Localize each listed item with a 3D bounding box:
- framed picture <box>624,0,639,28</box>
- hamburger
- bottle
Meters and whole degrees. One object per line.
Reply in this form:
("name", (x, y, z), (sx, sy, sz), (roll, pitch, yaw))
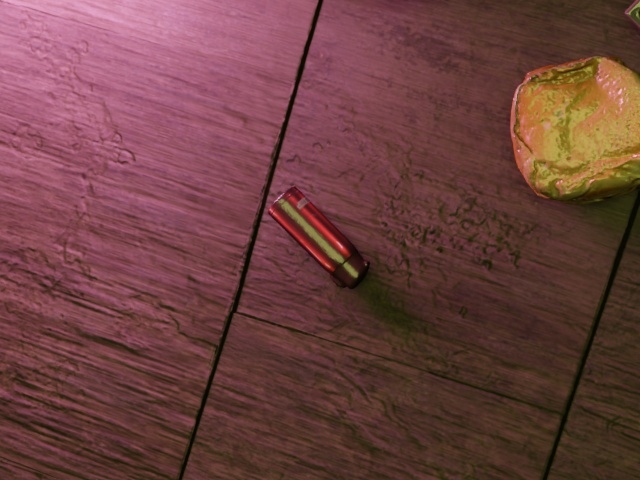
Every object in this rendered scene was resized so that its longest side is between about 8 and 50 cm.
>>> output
("framed picture", (0.589, -0.273, 1.771), (0.315, 0.024, 0.232), (44, 99, -5))
("hamburger", (0.360, -0.147, 1.815), (0.214, 0.108, 0.213), (0, 89, 11))
("bottle", (0.000, 0.000, 1.920), (0.164, 0.060, 0.060), (45, 99, 8))
